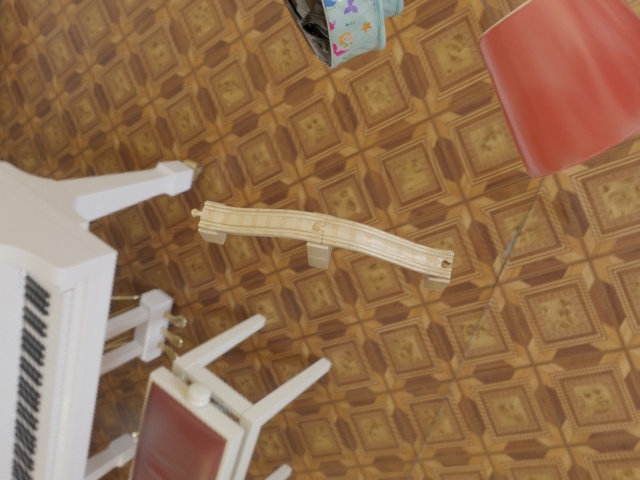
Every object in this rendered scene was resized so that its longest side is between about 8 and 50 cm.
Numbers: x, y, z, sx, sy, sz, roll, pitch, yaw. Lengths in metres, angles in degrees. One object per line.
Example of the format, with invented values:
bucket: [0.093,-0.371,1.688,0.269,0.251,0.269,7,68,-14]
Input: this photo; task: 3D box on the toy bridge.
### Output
toy bridge: [0.000,0.000,0.450,0.188,0.063,0.026,12,75,4]

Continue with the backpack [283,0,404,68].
backpack: [0.027,-0.410,1.014,0.225,0.190,0.254,76,177,-56]

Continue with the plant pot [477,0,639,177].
plant pot: [0.395,-0.272,1.015,0.274,0.275,0.243,-30,94,37]
